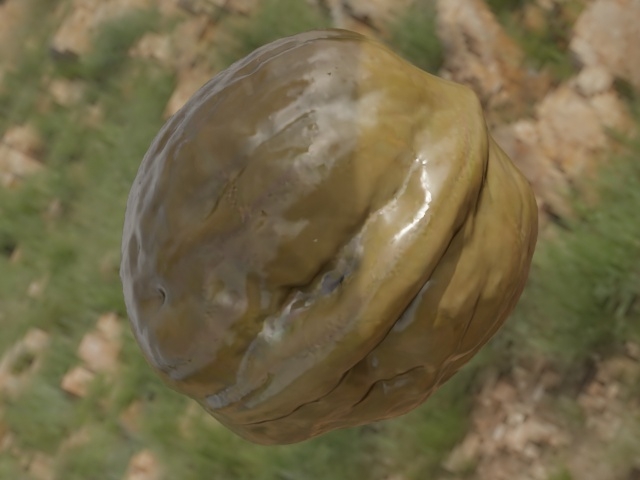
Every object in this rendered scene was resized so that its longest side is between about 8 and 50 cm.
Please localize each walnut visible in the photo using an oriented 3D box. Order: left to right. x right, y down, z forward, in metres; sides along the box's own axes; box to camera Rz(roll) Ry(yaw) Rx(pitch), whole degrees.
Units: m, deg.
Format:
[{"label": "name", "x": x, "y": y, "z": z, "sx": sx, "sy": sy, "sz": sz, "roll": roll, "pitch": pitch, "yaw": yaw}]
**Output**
[{"label": "walnut", "x": 0.000, "y": 0.000, "z": 0.739, "sx": 0.166, "sy": 0.166, "sz": 0.149, "roll": -57, "pitch": 25, "yaw": 16}]
